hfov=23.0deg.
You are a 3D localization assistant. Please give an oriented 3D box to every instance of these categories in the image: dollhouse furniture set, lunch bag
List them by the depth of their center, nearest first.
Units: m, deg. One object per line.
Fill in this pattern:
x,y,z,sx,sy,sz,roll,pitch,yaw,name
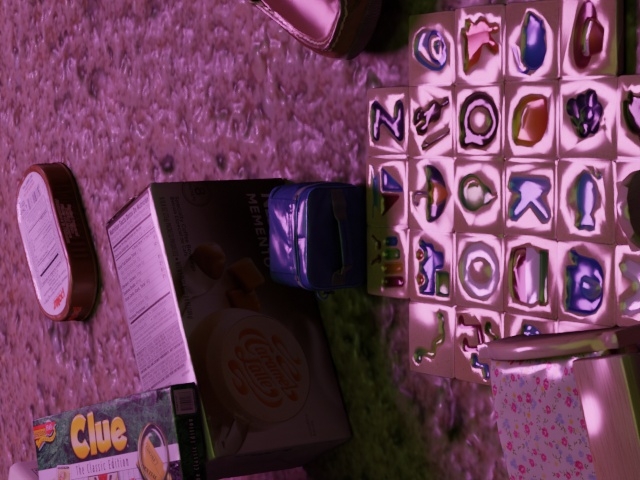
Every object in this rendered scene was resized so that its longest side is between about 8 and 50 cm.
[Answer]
0.138,0.111,1.011,0.355,0.173,0.303,-14,87,55,dollhouse furniture set
0.000,0.000,1.314,0.065,0.067,0.098,1,95,56,lunch bag

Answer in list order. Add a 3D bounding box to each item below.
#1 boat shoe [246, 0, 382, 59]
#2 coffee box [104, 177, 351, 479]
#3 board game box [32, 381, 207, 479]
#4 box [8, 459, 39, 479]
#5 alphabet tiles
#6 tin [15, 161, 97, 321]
-0.062,-0.257,1.339,0.324,0.116,0.123,50,131,41,boat shoe
-0.083,0.077,1.378,0.098,0.141,0.246,-37,62,50,coffee box
-0.176,0.206,1.369,0.259,0.030,0.136,-20,73,52,board game box
-0.200,0.317,1.557,0.232,0.148,0.127,32,118,50,box
0.139,-0.032,1.164,0.342,0.011,0.285,5,96,55,alphabet tiles
-0.299,0.002,1.774,0.106,0.040,0.190,-47,55,51,tin
